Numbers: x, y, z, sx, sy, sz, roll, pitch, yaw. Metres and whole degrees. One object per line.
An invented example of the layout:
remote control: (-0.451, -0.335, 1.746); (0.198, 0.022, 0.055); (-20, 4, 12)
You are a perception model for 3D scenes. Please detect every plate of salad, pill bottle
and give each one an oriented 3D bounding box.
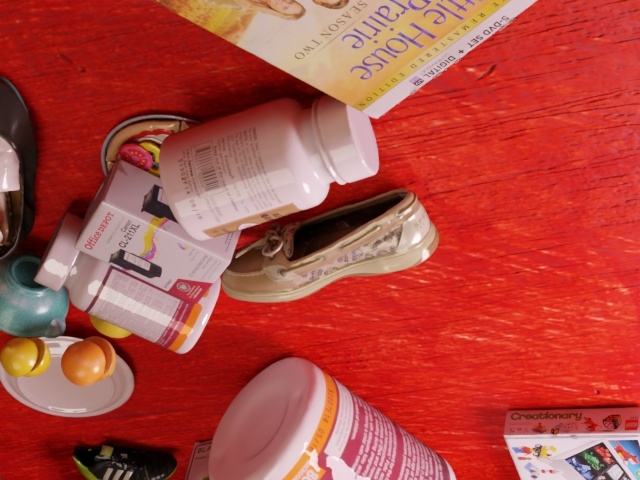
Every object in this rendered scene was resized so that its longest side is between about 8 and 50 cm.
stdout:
plate of salad: (-0.374, 0.195, 2.206); (0.200, 0.048, 0.199); (0, 138, 0)
pill bottle: (0.052, 0.357, 2.126); (0.392, 0.224, 0.224); (37, 135, -24)
pill bottle: (-0.252, 0.053, 1.949); (0.221, 0.121, 0.121); (26, 138, -12)
pill bottle: (-0.057, -0.091, 1.709); (0.229, 0.131, 0.131); (-17, 132, 16)

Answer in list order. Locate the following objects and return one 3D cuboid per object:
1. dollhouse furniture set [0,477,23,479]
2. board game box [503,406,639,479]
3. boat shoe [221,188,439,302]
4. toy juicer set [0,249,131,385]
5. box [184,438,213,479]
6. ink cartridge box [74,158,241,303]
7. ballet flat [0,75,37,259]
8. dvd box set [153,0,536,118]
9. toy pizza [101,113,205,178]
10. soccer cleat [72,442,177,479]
dollhouse furniture set: (-0.329, 0.427, 2.441); (0.356, 0.173, 0.303); (30, 180, 25)
board game box: (0.393, 0.350, 2.147); (0.193, 0.053, 0.305); (-4, 136, 22)
boat shoe: (0.000, 0.000, 1.840); (0.285, 0.104, 0.089); (-15, 127, 17)
toy juicer set: (-0.407, 0.093, 1.974); (0.329, 0.209, 0.089); (25, 135, -12)
box: (-0.061, 0.414, 2.330); (0.169, 0.087, 0.290); (-16, 131, 31)
ink cartridge box: (-0.202, -0.009, 1.853); (0.175, 0.072, 0.127); (25, 144, -12)
ballet flat: (-0.402, -0.078, 1.864); (0.095, 0.096, 0.280); (10, 139, 6)
dvd box set: (-0.014, -0.294, 1.470); (0.420, 0.062, 0.308); (26, 141, -29)
toy pizza: (-0.177, -0.077, 1.848); (0.201, 0.032, 0.201); (8, 139, 7)
soccer cleat: (-0.312, 0.351, 2.356); (0.179, 0.060, 0.072); (-4, 137, 25)
